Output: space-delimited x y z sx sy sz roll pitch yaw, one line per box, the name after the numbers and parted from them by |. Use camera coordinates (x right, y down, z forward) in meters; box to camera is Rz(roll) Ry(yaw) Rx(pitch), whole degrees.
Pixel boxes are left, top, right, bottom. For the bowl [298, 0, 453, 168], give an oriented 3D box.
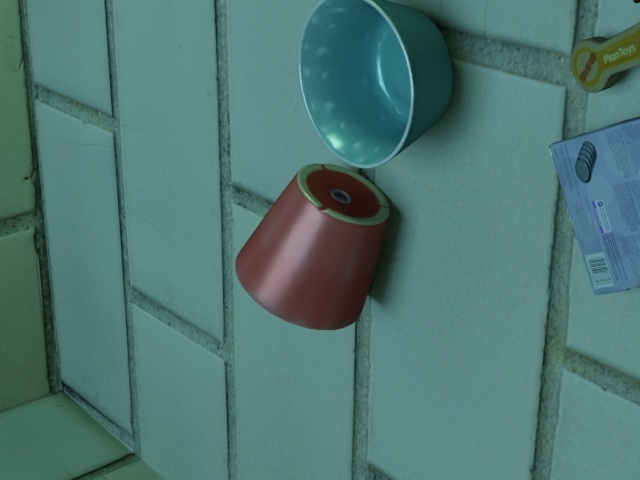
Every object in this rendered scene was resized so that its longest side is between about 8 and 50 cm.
0.115 -0.296 2.112 0.311 0.163 0.311 26 125 45 | bowl

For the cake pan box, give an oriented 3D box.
0.485 -0.052 1.797 0.246 0.070 0.266 -18 90 57 | cake pan box

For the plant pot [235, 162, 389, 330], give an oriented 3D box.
0.000 0.000 2.331 0.275 0.275 0.243 48 128 31 | plant pot

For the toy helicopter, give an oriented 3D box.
0.464 -0.300 1.669 0.355 0.140 0.235 -18 93 63 | toy helicopter
